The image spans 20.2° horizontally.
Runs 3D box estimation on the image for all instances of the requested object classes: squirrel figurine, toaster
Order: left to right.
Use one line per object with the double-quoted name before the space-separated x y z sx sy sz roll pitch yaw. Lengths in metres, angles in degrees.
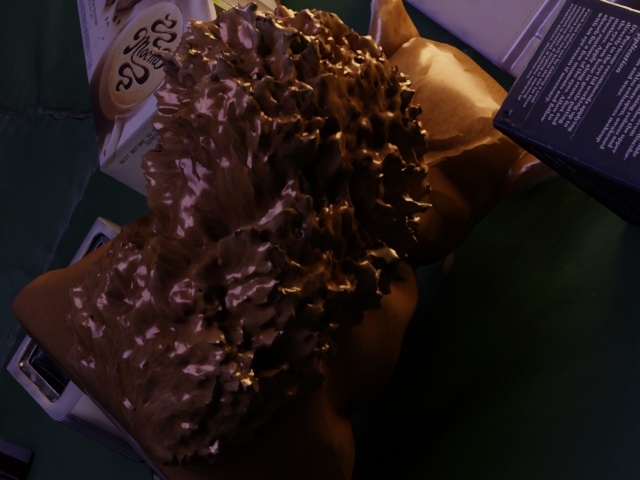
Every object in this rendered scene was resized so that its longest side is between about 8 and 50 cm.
"toaster" -0.171 0.090 1.567 0.168 0.110 0.186 -59 35 2
"squirrel figurine" 0.000 0.000 1.224 0.370 0.397 0.281 -42 77 -10

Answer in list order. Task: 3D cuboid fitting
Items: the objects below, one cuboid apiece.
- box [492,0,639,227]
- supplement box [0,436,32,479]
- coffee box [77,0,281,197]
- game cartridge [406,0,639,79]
"box" 0.238 -0.059 1.141 0.108 0.153 0.207 -59 36 0
"supplement box" -0.369 0.297 1.692 0.130 0.073 0.239 -5 62 48
"coffee box" -0.127 -0.187 1.701 0.168 0.119 0.297 -42 37 24
"game cartridge" 0.170 -0.261 1.453 0.230 0.068 0.355 -58 35 10
